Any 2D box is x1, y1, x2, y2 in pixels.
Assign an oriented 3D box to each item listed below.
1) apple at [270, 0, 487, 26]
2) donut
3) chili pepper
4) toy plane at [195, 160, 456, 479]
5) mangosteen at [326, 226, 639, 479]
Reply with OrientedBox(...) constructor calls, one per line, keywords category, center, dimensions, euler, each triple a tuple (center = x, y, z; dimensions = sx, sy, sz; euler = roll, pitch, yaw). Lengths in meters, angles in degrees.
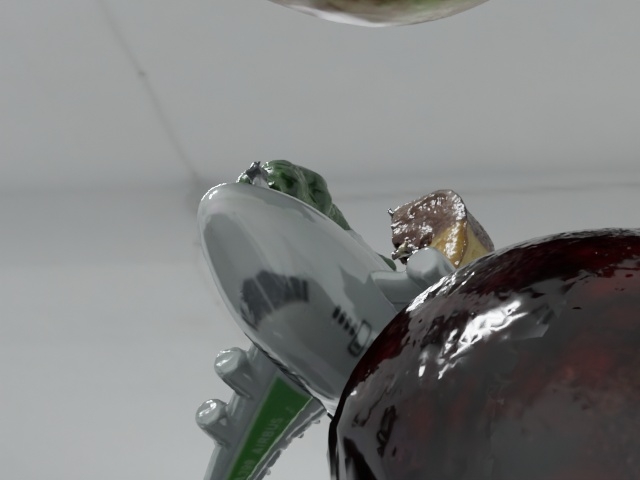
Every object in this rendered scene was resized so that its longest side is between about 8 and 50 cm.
OrientedBox(category="apple", center=(0.043, -0.274, 0.812), dimensions=(0.309, 0.250, 0.277), euler=(-36, -57, 24))
OrientedBox(category="donut", center=(0.142, 0.036, 1.745), dimensions=(0.085, 0.217, 0.141), euler=(38, -47, -27))
OrientedBox(category="chili pepper", center=(-0.003, 0.005, 1.051), dimensions=(0.074, 0.100, 0.257), euler=(-22, -24, 20))
OrientedBox(category="toy plane", center=(0.023, 0.052, 0.664), dimensions=(0.251, 0.101, 0.255), euler=(-28, -53, 17))
OrientedBox(category="mangosteen", center=(0.090, 0.120, 0.497), dimensions=(0.228, 0.265, 0.228), euler=(26, -42, 26))
